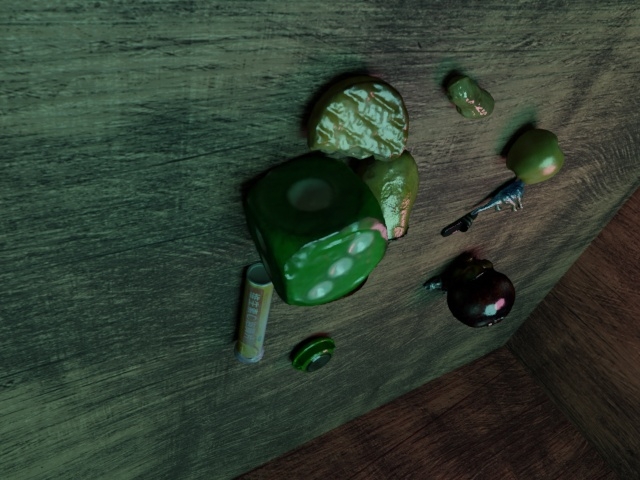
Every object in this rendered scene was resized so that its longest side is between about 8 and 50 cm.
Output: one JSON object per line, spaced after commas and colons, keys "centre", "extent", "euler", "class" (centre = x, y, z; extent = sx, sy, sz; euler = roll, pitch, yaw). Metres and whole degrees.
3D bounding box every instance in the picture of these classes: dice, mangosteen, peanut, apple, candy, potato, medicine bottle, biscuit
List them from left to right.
{"centre": [-0.221, 0.246, 1.690], "extent": [0.108, 0.108, 0.426], "euler": [-17, 141, -28], "class": "medicine bottle"}
{"centre": [-0.019, -0.023, 1.351], "extent": [0.297, 0.287, 0.300], "euler": [-26, 146, -16], "class": "dice"}
{"centre": [0.103, -0.297, 1.265], "extent": [0.274, 0.091, 0.213], "euler": [11, 114, -29], "class": "biscuit"}
{"centre": [0.182, -0.153, 1.480], "extent": [0.229, 0.229, 0.266], "euler": [-13, 125, -32], "class": "potato"}
{"centre": [0.572, 0.216, 2.440], "extent": [0.226, 0.051, 0.094], "euler": [11, 136, -47], "class": "candy"}
{"centre": [0.429, -0.405, 1.460], "extent": [0.099, 0.099, 0.214], "euler": [-48, 148, 18], "class": "peanut"}
{"centre": [0.734, 0.247, 2.368], "extent": [0.330, 0.330, 0.330], "euler": [-24, 146, -18], "class": "mangosteen"}
{"centre": [0.770, -0.300, 1.830], "extent": [0.200, 0.200, 0.200], "euler": [-24, 146, -18], "class": "apple"}

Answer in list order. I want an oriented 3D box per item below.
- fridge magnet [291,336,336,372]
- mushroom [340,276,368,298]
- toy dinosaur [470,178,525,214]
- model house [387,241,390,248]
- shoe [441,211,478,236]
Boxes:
{"centre": [-0.026, 0.493, 2.195], "extent": [0.208, 0.088, 0.208], "euler": [-25, 146, -18], "class": "fridge magnet"}
{"centre": [0.043, 0.117, 1.680], "extent": [0.278, 0.163, 0.297], "euler": [-29, 168, -15], "class": "mushroom"}
{"centre": [0.762, -0.182, 2.079], "extent": [0.363, 0.076, 0.147], "euler": [-35, 129, -4], "class": "toy dinosaur"}
{"centre": [0.213, 0.007, 1.835], "extent": [0.058, 0.057, 0.083], "euler": [26, 137, -27], "class": "model house"}
{"centre": [0.579, -0.054, 2.092], "extent": [0.179, 0.049, 0.071], "euler": [-28, 148, -12], "class": "shoe"}
